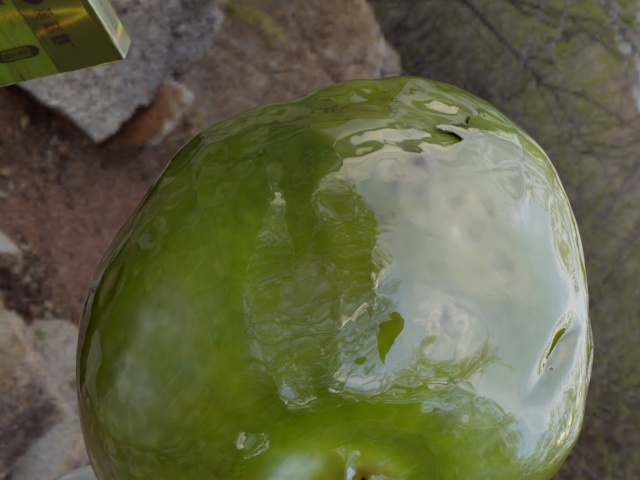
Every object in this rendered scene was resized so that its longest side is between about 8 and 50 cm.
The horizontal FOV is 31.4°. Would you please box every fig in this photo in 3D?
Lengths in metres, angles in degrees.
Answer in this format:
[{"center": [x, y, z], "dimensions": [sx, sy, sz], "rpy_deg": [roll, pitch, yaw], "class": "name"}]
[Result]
[{"center": [0.013, -0.001, 0.530], "dimensions": [0.233, 0.233, 0.314], "rpy_deg": [55, 35, -49], "class": "fig"}]

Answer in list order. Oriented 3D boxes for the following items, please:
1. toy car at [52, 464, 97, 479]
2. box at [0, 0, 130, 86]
[{"center": [-0.164, 0.209, 0.800], "dimensions": [0.112, 0.139, 0.112], "rpy_deg": [-133, -146, -58], "class": "toy car"}, {"center": [-0.270, -0.185, 0.949], "dimensions": [0.121, 0.193, 0.030], "rpy_deg": [62, 29, -43], "class": "box"}]
